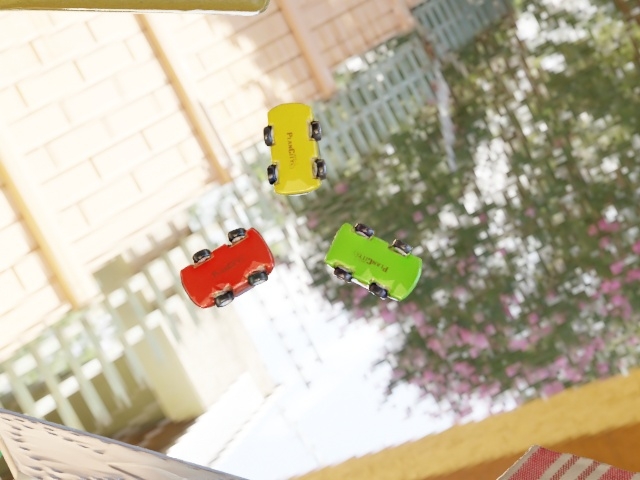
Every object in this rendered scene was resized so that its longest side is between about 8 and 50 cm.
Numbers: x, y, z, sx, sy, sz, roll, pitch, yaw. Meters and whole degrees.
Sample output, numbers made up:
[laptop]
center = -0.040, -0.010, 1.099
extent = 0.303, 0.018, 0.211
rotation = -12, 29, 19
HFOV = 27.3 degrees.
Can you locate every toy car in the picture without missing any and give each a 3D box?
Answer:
[toy car]
center = 0.000, 0.000, 1.367
extent = 0.239, 0.225, 0.053
rotation = -62, 168, -6

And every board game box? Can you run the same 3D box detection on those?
[board game box]
center = -0.182, 0.292, 1.486
extent = 0.390, 0.390, 0.050
rotation = 9, -99, 70

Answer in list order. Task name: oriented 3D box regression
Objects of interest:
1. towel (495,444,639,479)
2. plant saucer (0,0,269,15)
[towel]
center = 0.148, 0.182, 0.708
extent = 0.144, 0.029, 0.197
rotation = -38, -151, -31
[plant saucer]
center = -0.166, -0.370, 1.297
extent = 0.332, 0.333, 0.081
rotation = -4, -150, -26
